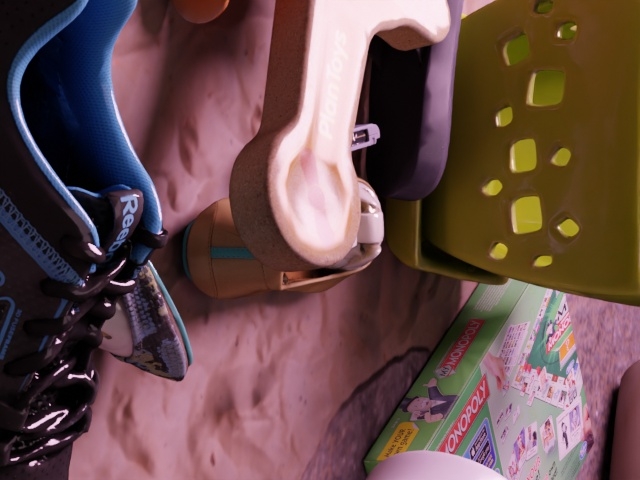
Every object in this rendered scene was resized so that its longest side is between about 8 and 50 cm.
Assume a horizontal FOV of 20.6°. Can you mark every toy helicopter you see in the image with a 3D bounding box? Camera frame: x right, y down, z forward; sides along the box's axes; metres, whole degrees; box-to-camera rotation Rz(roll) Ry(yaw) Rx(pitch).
[{"bbox_3d":[-0.005,-0.155,1.033,0.235,0.140,0.355,32,58,-44],"label":"toy helicopter"}]

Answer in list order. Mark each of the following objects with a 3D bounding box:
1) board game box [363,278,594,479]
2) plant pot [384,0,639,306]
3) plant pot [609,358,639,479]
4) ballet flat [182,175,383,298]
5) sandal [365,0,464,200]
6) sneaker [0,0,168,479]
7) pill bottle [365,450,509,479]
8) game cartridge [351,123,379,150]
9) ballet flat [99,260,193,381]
[{"bbox_3d":[0.137,0.168,1.411,0.317,0.046,0.213,-50,133,-49],"label":"board game box"},{"bbox_3d":[0.171,-0.067,1.290,0.227,0.207,0.228,10,83,-63],"label":"plant pot"},{"bbox_3d":[0.401,0.249,1.680,0.323,0.323,0.280,36,44,-57],"label":"plant pot"},{"bbox_3d":[0.000,0.000,1.118,0.232,0.073,0.080,-20,107,-60],"label":"ballet flat"},{"bbox_3d":[0.055,-0.156,1.203,0.054,0.097,0.254,9,75,-27],"label":"sandal"},{"bbox_3d":[-0.144,0.028,0.782,0.125,0.140,0.341,-26,115,-61],"label":"sneaker"},{"bbox_3d":[0.041,0.282,1.114,0.283,0.161,0.161,-59,140,-43],"label":"pill bottle"},{"bbox_3d":[-0.005,-0.061,1.125,0.083,0.056,0.017,-21,102,-60],"label":"game cartridge"},{"bbox_3d":[-0.124,0.009,0.916,0.070,0.070,0.188,-55,136,-46],"label":"ballet flat"}]
